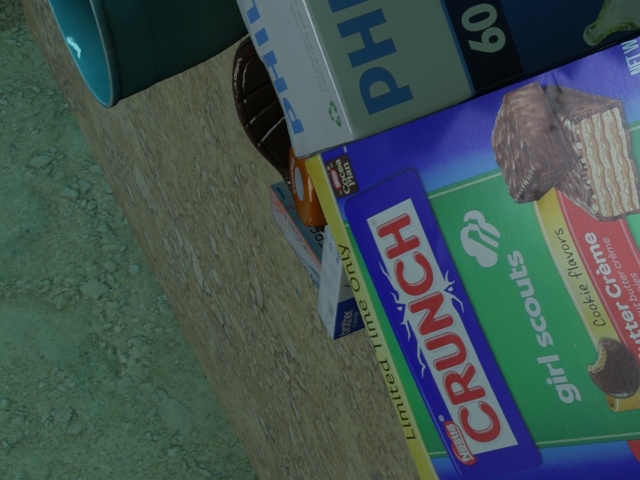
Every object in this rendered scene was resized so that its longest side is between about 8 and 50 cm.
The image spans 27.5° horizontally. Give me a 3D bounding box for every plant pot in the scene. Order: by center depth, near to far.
[{"bbox_3d":[-0.145,-0.304,1.328,0.271,0.255,0.271,158,90,-76],"label":"plant pot"}]

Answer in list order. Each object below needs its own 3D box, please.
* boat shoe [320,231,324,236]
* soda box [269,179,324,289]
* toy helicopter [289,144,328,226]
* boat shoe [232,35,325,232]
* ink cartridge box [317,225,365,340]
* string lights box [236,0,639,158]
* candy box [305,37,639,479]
[{"bbox_3d":[0.007,-0.047,1.574,0.040,0.049,0.142,-64,38,24],"label":"boat shoe"},{"bbox_3d":[0.000,0.000,1.622,0.063,0.058,0.183,87,157,-49],"label":"soda box"},{"bbox_3d":[0.024,-0.198,1.214,0.235,0.140,0.355,-122,27,-63],"label":"toy helicopter"},{"bbox_3d":[-0.027,-0.127,1.426,0.095,0.095,0.257,-89,-20,-52],"label":"boat shoe"},{"bbox_3d":[0.052,0.029,1.408,0.046,0.097,0.207,61,164,26],"label":"ink cartridge box"},{"bbox_3d":[0.093,-0.135,0.454,0.133,0.260,0.077,69,165,-5],"label":"string lights box"},{"bbox_3d":[0.160,0.020,0.795,0.317,0.122,0.268,-19,93,54],"label":"candy box"}]
